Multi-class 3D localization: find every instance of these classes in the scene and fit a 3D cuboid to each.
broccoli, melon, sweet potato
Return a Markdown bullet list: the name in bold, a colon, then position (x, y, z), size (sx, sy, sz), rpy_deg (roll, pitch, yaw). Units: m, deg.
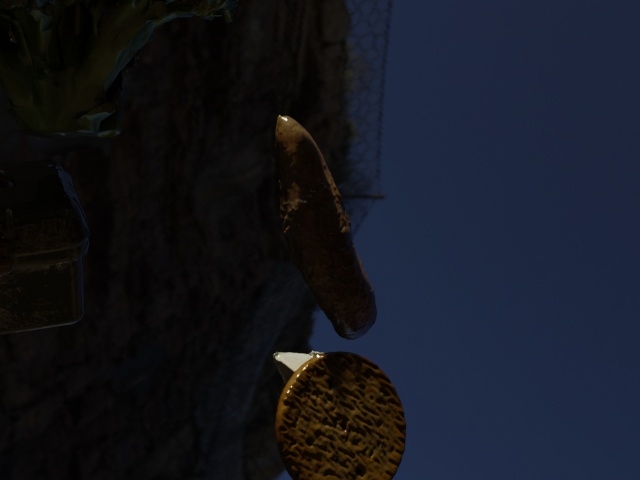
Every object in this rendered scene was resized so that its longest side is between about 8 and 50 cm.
- **broccoli**: position (-0.219, -0.229, 0.942), size (0.307, 0.307, 0.275), rpy_deg (5, -82, 44)
- **melon**: position (-0.002, 0.261, 1.731), size (0.202, 0.093, 0.140), rpy_deg (18, -83, 23)
- **sweet potato**: position (0.001, 0.003, 1.383), size (0.092, 0.114, 0.342), rpy_deg (-17, -65, 4)

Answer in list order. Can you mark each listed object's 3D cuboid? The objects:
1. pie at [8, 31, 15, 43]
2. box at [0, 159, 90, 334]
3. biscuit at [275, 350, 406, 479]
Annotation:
- **pie**: position (-0.513, -0.337, 1.830), size (0.248, 0.201, 0.090), rpy_deg (-22, -95, 54)
- **box**: position (-0.321, 0.009, 0.966), size (0.148, 0.210, 0.129), rpy_deg (-126, -146, -56)
- **biscuit**: position (0.025, 0.228, 1.277), size (0.027, 0.187, 0.188), rpy_deg (-20, -81, 56)
